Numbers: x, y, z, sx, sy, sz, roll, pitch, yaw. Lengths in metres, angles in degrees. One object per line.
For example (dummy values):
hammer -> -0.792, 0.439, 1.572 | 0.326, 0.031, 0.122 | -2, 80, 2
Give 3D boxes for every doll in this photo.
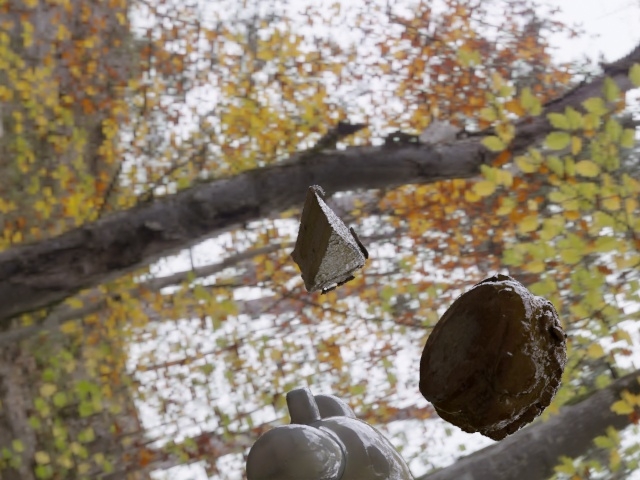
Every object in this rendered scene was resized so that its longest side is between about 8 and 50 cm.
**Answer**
doll -> 0.036, 0.311, 1.066 | 0.187, 0.376, 0.365 | -26, -97, 20

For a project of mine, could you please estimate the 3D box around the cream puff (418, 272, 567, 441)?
cream puff -> 0.154, 0.105, 1.000 | 0.144, 0.103, 0.126 | -52, -155, 17

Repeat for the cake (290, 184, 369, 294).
cake -> 0.000, 0.000, 0.994 | 0.065, 0.121, 0.052 | -27, -113, 2
